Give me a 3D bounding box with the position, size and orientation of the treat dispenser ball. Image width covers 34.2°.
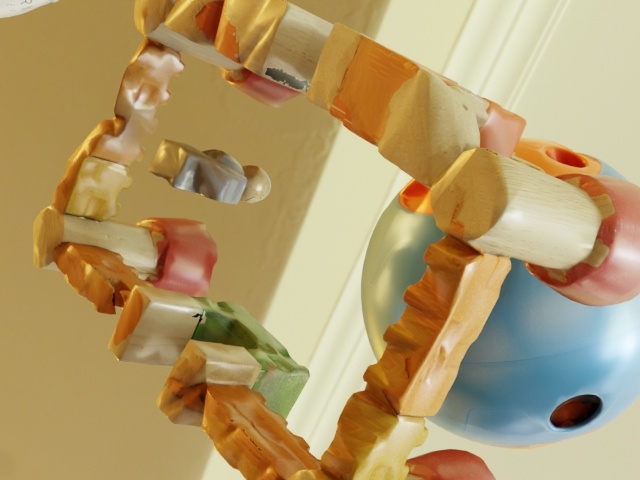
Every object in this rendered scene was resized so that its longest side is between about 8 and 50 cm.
[{"bbox_3d":[0.181,0.048,0.968,0.288,0.288,0.288,11,-57,18],"label":"treat dispenser ball"}]

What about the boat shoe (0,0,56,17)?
[{"bbox_3d":[-0.136,-0.194,0.509,0.096,0.277,0.098,-2,-42,-10],"label":"boat shoe"}]

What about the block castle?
[{"bbox_3d":[0.000,0.000,0.784,0.453,0.213,0.303,37,-74,43],"label":"block castle"}]
